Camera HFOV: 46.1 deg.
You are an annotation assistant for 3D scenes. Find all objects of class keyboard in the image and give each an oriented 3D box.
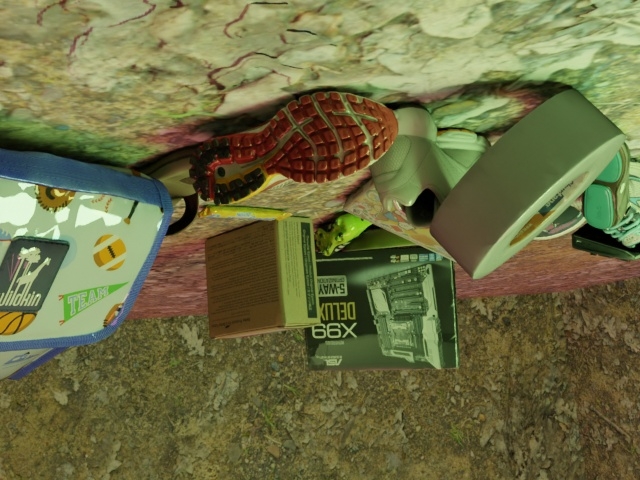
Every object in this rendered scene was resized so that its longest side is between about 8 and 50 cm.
[{"bbox_3d":[0.509,-0.022,1.349,0.201,0.033,0.317,20,-159,29],"label":"keyboard"}]

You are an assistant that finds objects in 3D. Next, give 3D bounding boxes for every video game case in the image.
[{"bbox_3d":[0.165,-0.031,1.119,0.226,0.026,0.206,25,164,-10],"label":"video game case"}]

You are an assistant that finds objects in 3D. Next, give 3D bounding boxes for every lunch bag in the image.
[{"bbox_3d":[-0.399,0.023,0.834,0.385,0.239,0.327,-31,158,30],"label":"lunch bag"}]

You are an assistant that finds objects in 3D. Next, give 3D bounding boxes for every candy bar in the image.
[{"bbox_3d":[-0.121,-0.042,1.205,0.161,0.018,0.040,1,168,-38],"label":"candy bar"}]

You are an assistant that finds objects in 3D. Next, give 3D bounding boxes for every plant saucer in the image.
[{"bbox_3d":[0.159,-0.008,1.424,0.240,0.037,0.241,-6,179,0],"label":"plant saucer"}]

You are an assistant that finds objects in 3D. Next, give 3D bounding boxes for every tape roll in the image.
[{"bbox_3d":[0.222,-0.057,0.815,0.219,0.072,0.219,-37,162,-15],"label":"tape roll"}]

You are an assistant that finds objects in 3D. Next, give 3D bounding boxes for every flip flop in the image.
[{"bbox_3d":[-0.192,-0.046,0.951,0.112,0.080,0.277,4,166,-44],"label":"flip flop"}]

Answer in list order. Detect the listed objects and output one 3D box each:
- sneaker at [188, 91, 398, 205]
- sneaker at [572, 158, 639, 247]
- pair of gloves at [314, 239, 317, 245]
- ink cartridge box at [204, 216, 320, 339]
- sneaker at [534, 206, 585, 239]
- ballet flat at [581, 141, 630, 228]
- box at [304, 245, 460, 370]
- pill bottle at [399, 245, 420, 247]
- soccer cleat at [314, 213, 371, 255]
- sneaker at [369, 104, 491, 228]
[{"bbox_3d":[-0.025,-0.101,0.781,0.225,0.088,0.092,-10,-170,26],"label":"sneaker"},{"bbox_3d":[0.476,-0.053,1.165,0.282,0.122,0.110,1,169,-32],"label":"sneaker"},{"bbox_3d":[0.000,0.000,1.547,0.074,0.010,0.083,-5,168,4],"label":"pair of gloves"},{"bbox_3d":[-0.110,0.073,1.363,0.088,0.193,0.234,3,167,-42],"label":"ink cartridge box"},{"bbox_3d":[0.306,-0.045,1.205,0.226,0.086,0.163,-6,173,26],"label":"sneaker"},{"bbox_3d":[0.381,-0.096,1.008,0.072,0.068,0.213,22,157,30],"label":"ballet flat"},{"bbox_3d":[0.120,0.136,1.516,0.307,0.243,0.076,-3,-177,15],"label":"box"},{"bbox_3d":[0.149,0.107,1.735,0.187,0.188,0.334,-2,170,-22],"label":"pill bottle"},{"bbox_3d":[0.040,-0.012,1.368,0.072,0.060,0.179,-16,174,-21],"label":"soccer cleat"},{"bbox_3d":[0.129,-0.069,0.881,0.099,0.121,0.262,-12,169,36],"label":"sneaker"}]
